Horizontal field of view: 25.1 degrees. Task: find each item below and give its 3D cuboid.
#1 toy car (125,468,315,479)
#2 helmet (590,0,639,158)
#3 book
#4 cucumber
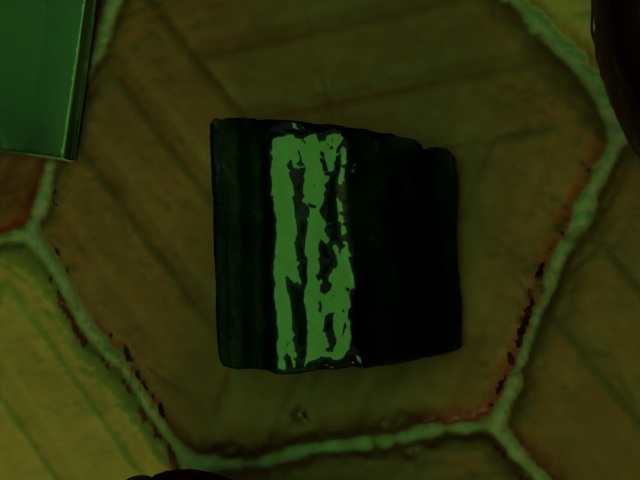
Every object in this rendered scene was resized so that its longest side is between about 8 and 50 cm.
[{"bbox_3d":[-0.025,0.160,0.614,0.112,0.112,0.139,-14,90,0],"label":"toy car"},{"bbox_3d":[0.177,-0.090,0.566,0.155,0.106,0.175,-11,95,4],"label":"helmet"},{"bbox_3d":[-0.178,-0.097,0.726,0.135,0.017,0.103,7,89,19],"label":"book"},{"bbox_3d":[0.000,0.000,0.638,0.116,0.062,0.115,-3,87,19],"label":"cucumber"}]
